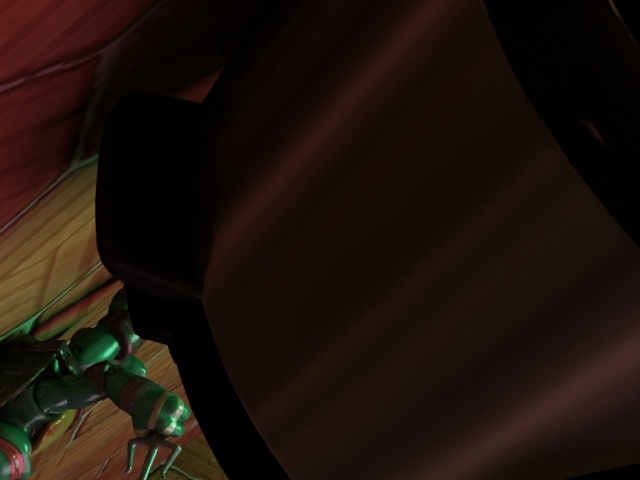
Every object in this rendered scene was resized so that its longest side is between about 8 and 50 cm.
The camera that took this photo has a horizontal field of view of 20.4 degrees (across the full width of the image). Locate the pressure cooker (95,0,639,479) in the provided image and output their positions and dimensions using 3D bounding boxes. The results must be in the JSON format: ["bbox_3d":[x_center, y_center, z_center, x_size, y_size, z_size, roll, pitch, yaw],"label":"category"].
[{"bbox_3d":[0.138,-0.011,0.788,0.375,0.370,0.420,-39,177,-39],"label":"pressure cooker"}]

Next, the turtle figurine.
[{"bbox_3d":[-0.163,0.111,1.130,0.175,0.118,0.234,-25,-162,30],"label":"turtle figurine"}]
